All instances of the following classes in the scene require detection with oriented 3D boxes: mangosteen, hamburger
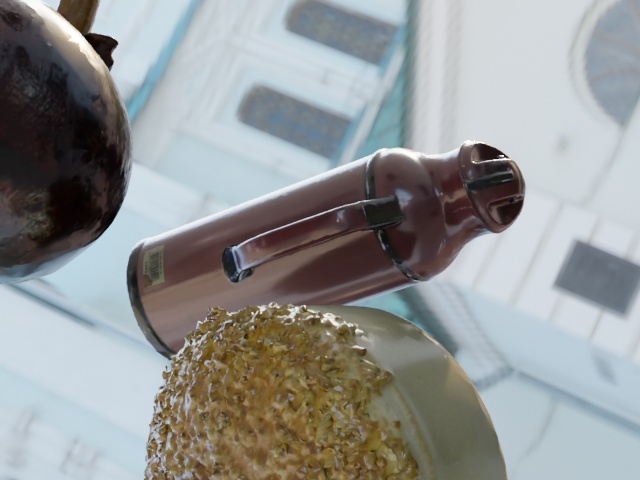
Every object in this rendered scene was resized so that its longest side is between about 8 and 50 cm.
[{"bbox_3d":[-0.228,-0.102,1.128,0.261,0.235,0.235,-53,-23,-25],"label":"mangosteen"},{"bbox_3d":[-0.006,0.183,1.083,0.179,0.276,0.294,-16,-72,-41],"label":"hamburger"}]

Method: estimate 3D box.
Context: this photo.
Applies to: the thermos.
[{"bbox_3d":[0.001,-0.006,1.240,0.136,0.330,0.109,42,-142,-44],"label":"thermos"}]
